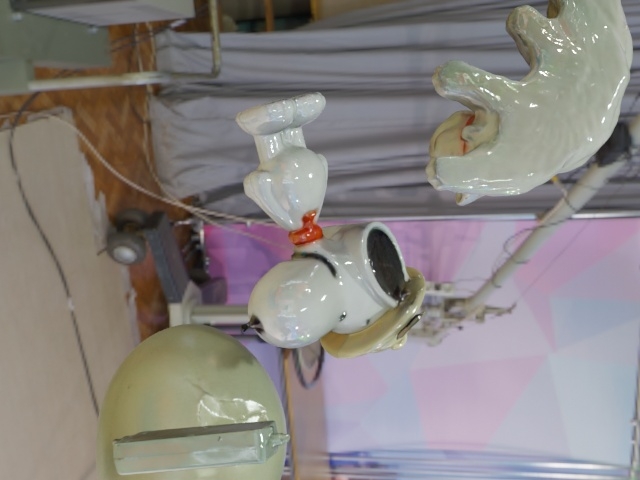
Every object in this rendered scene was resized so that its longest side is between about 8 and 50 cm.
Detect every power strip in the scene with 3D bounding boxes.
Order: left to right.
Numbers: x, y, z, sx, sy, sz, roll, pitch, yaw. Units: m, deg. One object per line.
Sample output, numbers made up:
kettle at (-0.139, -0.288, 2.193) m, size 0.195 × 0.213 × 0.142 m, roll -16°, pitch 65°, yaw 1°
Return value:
power strip at (-0.054, 0.094, 0.341) m, size 0.027 × 0.083 × 0.017 m, roll 6°, pitch 77°, yaw -78°

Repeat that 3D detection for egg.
egg at (-0.147, 0.228, 0.868) m, size 0.219 × 0.219 × 0.269 m, roll 53°, pitch 31°, yaw -69°

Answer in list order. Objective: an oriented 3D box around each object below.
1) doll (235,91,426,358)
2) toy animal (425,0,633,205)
doll at (0.014, -0.012, 0.776) m, size 0.208 × 0.144 × 0.271 m, roll 0°, pitch 89°, yaw -38°
toy animal at (0.264, -0.188, 0.978) m, size 0.188 × 0.266 × 0.307 m, roll 71°, pitch 19°, yaw -74°
